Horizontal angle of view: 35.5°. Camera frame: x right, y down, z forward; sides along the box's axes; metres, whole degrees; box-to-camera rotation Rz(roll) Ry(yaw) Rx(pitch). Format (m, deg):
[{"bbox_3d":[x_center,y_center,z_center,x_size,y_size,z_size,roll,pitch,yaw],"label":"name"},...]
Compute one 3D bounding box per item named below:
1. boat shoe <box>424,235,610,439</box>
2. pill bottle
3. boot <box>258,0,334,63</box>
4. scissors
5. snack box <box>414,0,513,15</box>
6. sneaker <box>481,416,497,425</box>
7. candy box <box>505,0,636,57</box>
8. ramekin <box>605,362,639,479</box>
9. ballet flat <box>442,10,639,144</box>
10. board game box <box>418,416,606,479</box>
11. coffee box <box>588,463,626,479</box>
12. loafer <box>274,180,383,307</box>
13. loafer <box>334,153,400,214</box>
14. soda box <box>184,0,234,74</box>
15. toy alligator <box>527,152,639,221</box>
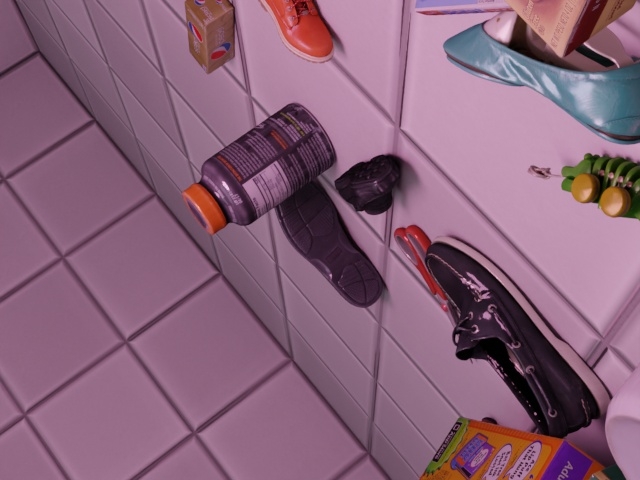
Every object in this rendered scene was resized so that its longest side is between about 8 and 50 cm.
[{"bbox_3d":[0.243,0.139,1.392,0.340,0.113,0.127,49,165,17],"label":"boat shoe"},{"bbox_3d":[-0.108,-0.112,1.662,0.130,0.245,0.130,50,165,18],"label":"pill bottle"},{"bbox_3d":[-0.033,-0.311,1.343,0.158,0.059,0.084,53,161,8],"label":"boot"},{"bbox_3d":[0.201,0.096,1.617,0.297,0.021,0.109,60,163,-17],"label":"scissors"},{"bbox_3d":[0.143,-0.244,0.924,0.178,0.022,0.064,24,104,64],"label":"snack box"},{"bbox_3d":[0.290,0.360,1.755,0.106,0.162,0.281,18,140,4],"label":"sneaker"},{"bbox_3d":[0.126,-0.311,0.754,0.316,0.087,0.183,50,165,16],"label":"candy box"},{"bbox_3d":[0.411,0.221,1.015,0.273,0.127,0.273,50,166,18],"label":"ramekin"},{"bbox_3d":[0.206,-0.170,0.891,0.247,0.083,0.087,39,136,45],"label":"ballet flat"},{"bbox_3d":[0.300,0.502,1.385,0.356,0.356,0.356,37,168,-8],"label":"board game box"},{"bbox_3d":[0.399,0.302,1.170,0.113,0.184,0.040,44,124,36],"label":"coffee box"},{"bbox_3d":[0.000,0.000,1.883,0.302,0.109,0.095,54,170,-11],"label":"loafer"},{"bbox_3d":[0.081,-0.078,1.498,0.078,0.076,0.223,50,171,-8],"label":"loafer"},{"bbox_3d":[-0.188,-0.360,1.715,0.058,0.061,0.181,52,166,10],"label":"soda box"},{"bbox_3d":[0.271,-0.061,0.968,0.189,0.056,0.051,37,116,53],"label":"toy alligator"}]
